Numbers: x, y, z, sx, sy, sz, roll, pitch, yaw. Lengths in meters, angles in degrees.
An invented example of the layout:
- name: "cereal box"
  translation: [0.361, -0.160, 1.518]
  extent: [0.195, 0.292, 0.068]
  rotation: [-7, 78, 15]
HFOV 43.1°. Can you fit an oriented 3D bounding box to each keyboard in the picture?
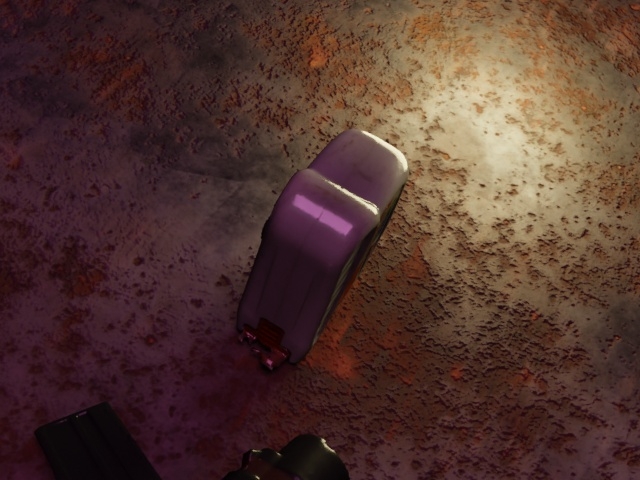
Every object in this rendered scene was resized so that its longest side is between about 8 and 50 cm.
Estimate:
- name: "keyboard"
  translation: [-0.200, 0.262, 0.826]
  extent: [0.103, 0.041, 0.381]
  rotation: [-18, 20, -26]

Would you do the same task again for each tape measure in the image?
- name: "tape measure"
  translation: [0.000, 0.000, 1.060]
  extent: [0.130, 0.258, 0.265]
  rotation: [29, 47, 9]

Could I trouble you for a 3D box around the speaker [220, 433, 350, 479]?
- name: "speaker"
  translation: [-0.061, 0.366, 0.832]
  extent: [0.259, 0.198, 0.329]
  rotation: [35, 45, 28]
